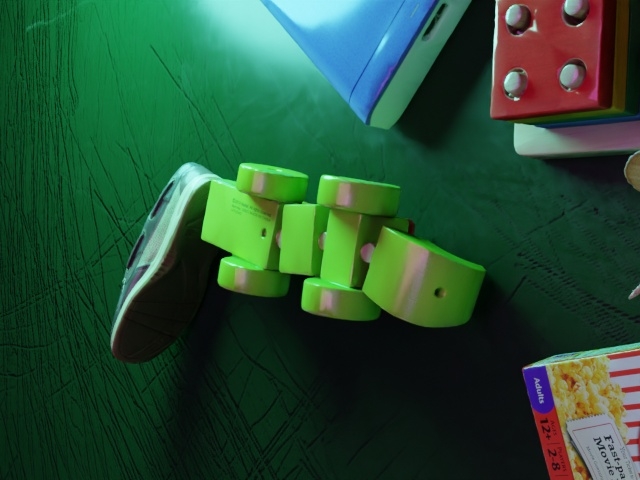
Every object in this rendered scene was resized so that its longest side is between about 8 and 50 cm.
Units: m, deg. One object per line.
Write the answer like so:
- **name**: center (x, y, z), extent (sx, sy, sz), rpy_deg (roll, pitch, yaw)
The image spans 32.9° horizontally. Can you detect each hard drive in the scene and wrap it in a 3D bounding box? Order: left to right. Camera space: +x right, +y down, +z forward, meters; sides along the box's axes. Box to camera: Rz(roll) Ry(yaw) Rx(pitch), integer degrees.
- **hard drive**: center (0.023, -0.279, 0.977), extent (0.318, 0.040, 0.210), rpy_deg (54, 124, 37)

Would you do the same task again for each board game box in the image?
- **board game box**: center (0.229, 0.132, 0.667), extent (0.193, 0.045, 0.146), rpy_deg (-19, 84, 47)

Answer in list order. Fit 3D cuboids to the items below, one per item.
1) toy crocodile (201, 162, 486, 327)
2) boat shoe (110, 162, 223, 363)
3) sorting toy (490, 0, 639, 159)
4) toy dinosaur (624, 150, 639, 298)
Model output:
- **toy crocodile**: center (0.000, 0.000, 0.937), extent (0.340, 0.105, 0.115), rpy_deg (13, 96, 54)
- **boat shoe**: center (-0.160, 0.023, 1.129), extent (0.073, 0.080, 0.223), rpy_deg (46, 114, 48)
- **sorting toy**: center (0.220, -0.190, 0.703), extent (0.257, 0.089, 0.255), rpy_deg (1, 86, 49)
- **toy dinosaur**: center (0.237, -0.031, 0.677), extent (0.093, 0.183, 0.053), rpy_deg (7, 54, 19)
